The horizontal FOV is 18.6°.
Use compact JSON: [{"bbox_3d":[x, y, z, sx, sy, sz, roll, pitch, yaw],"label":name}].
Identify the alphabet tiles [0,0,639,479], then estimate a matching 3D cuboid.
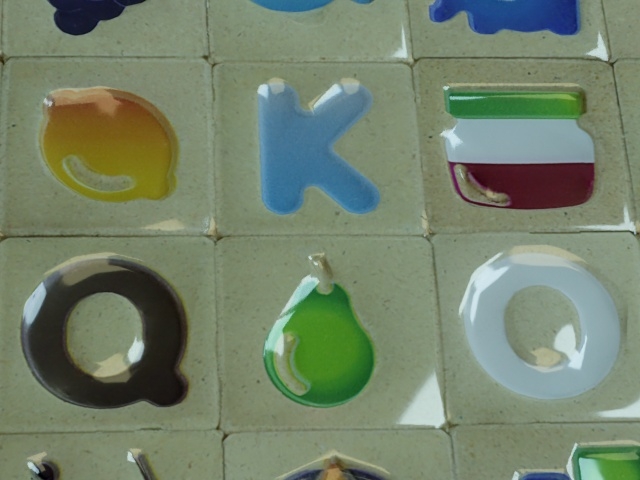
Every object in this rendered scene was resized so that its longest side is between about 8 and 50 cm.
[{"bbox_3d":[0.000,0.000,0.520,0.285,0.011,0.342,-1,59,-5],"label":"alphabet tiles"}]
